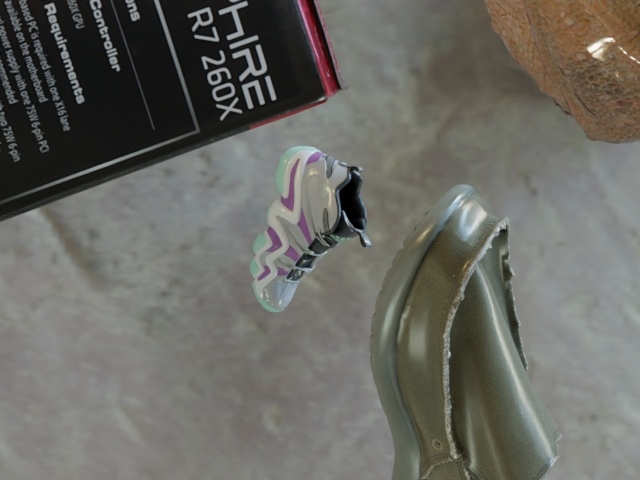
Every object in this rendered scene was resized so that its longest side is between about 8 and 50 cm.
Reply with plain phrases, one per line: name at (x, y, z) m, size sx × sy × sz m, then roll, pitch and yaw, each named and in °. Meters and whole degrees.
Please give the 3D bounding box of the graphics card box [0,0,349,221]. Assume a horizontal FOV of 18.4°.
graphics card box at (-0.203, -0.040, 0.644) m, size 0.371 × 0.233 × 0.094 m, roll -22°, pitch 108°, yaw -10°

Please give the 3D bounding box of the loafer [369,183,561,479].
loafer at (0.085, 0.083, 0.998) m, size 0.094 × 0.087 × 0.251 m, roll -49°, pitch 144°, yaw -42°

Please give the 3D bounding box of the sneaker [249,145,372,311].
sneaker at (0.000, 0.000, 1.120) m, size 0.038 × 0.069 × 0.098 m, roll -3°, pitch 108°, yaw -54°

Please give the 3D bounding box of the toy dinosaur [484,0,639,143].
toy dinosaur at (0.140, -0.076, 0.647) m, size 0.127 × 0.296 × 0.200 m, roll -44°, pitch 117°, yaw -33°
